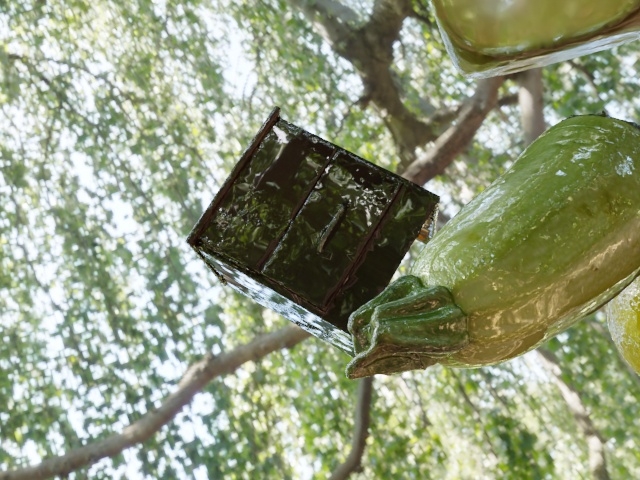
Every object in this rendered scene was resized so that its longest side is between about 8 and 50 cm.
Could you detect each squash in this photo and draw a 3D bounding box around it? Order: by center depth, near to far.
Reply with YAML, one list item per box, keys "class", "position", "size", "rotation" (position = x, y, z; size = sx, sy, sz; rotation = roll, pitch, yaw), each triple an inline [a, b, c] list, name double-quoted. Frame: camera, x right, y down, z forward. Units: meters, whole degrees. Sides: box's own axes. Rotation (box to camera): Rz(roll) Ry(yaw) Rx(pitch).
- class: "squash"
  position: [0.086, 0.009, 0.370]
  size: [0.224, 0.094, 0.094]
  rotation: [-28, -31, -44]

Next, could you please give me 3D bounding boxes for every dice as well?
- class: "dice"
  position: [0.232, -0.308, 0.833]
  size: [0.233, 0.238, 0.227]
  rotation: [-11, 6, 18]

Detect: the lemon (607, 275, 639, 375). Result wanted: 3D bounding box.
- class: "lemon"
  position: [0.403, 0.078, 0.864]
  size: [0.203, 0.178, 0.178]
  rotation: [-62, -36, -12]

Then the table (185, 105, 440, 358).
- class: "table"
  position: [0.000, 0.000, 0.843]
  size: [0.169, 0.193, 0.172]
  rotation: [-58, -13, -12]
